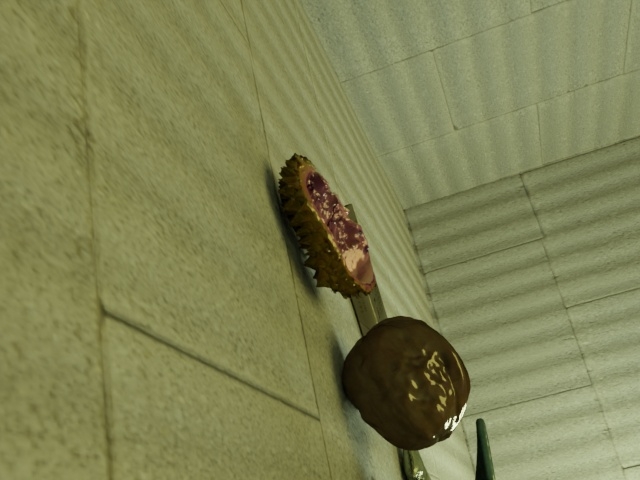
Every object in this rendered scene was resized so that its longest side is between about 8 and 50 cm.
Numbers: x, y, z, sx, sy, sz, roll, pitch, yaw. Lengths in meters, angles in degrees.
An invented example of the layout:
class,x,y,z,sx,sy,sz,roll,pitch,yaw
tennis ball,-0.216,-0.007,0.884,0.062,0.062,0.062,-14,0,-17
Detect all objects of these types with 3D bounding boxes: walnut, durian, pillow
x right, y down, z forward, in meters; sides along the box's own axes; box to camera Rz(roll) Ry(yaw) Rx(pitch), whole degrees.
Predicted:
class,x,y,z,sx,sy,sz,roll,pitch,yaw
walnut,0.179,0.286,1.517,0.273,0.227,0.273,49,2,-2
durian,0.000,-0.001,1.457,0.341,0.112,0.191,54,29,-36
pillow,0.252,0.605,1.896,0.128,0.050,0.229,-86,158,-55

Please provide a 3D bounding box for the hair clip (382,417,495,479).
class,x,y,z,sx,sy,sz,roll,pitch,yaw
hair clip,0.253,0.593,1.416,0.318,0.238,0.392,-86,158,-60

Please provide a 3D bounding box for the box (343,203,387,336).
class,x,y,z,sx,sy,sz,roll,pitch,yaw
box,0.102,0.091,1.936,0.204,0.051,0.366,-37,109,-79
